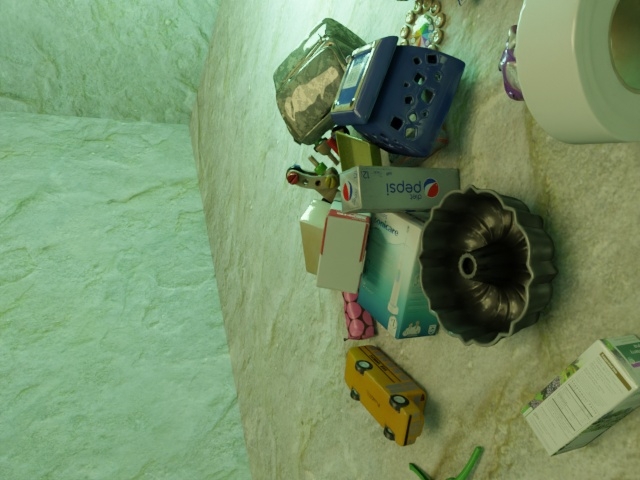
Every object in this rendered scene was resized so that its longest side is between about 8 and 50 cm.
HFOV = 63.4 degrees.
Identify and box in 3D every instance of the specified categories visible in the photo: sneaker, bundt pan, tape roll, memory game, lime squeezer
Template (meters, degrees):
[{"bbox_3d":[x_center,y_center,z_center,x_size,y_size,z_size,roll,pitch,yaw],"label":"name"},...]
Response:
[{"bbox_3d":[0.409,-0.301,0.996,0.105,0.095,0.237,116,148,-53],"label":"sneaker"},{"bbox_3d":[0.352,0.051,1.081,0.330,0.124,0.331,3,94,63],"label":"bundt pan"},{"bbox_3d":[0.422,-0.282,0.753,0.100,0.286,0.286,14,104,62],"label":"tape roll"},{"bbox_3d":[0.260,-0.538,1.351,0.186,0.012,0.186,8,98,62],"label":"memory game"},{"bbox_3d":[0.314,0.593,1.286,0.310,0.058,0.110,-53,16,53],"label":"lime squeezer"}]

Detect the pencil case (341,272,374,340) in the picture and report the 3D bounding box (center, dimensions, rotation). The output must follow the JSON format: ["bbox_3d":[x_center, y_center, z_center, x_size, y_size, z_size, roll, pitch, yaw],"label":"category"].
[{"bbox_3d":[0.107,0.205,1.618,0.098,0.095,0.210,110,155,-75],"label":"pencil case"}]

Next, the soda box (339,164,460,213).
[{"bbox_3d":[0.189,-0.116,1.212,0.091,0.286,0.098,-10,84,62],"label":"soda box"}]

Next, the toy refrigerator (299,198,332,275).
[{"bbox_3d":[0.000,0.000,1.659,0.094,0.102,0.270,21,147,19],"label":"toy refrigerator"}]

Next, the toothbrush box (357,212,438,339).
[{"bbox_3d":[0.218,0.072,1.343,0.216,0.126,0.296,-142,55,-58],"label":"toothbrush box"}]

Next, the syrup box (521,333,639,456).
[{"bbox_3d":[0.468,0.270,0.898,0.096,0.093,0.237,64,144,40],"label":"syrup box"}]

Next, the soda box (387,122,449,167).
[{"bbox_3d":[0.249,-0.241,1.339,0.183,0.058,0.063,-36,60,58],"label":"soda box"}]

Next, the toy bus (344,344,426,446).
[{"bbox_3d":[0.179,0.417,1.435,0.332,0.130,0.108,35,121,58],"label":"toy bus"}]

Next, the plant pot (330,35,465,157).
[{"bbox_3d":[0.165,-0.346,1.236,0.236,0.212,0.236,-70,20,5],"label":"plant pot"}]

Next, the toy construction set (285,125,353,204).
[{"bbox_3d":[0.059,-0.200,1.590,0.237,0.257,0.309,47,176,-12],"label":"toy construction set"}]

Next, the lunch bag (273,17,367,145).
[{"bbox_3d":[0.017,-0.454,1.532,0.305,0.212,0.256,-36,51,34],"label":"lunch bag"}]

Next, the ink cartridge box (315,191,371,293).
[{"bbox_3d":[0.071,-0.004,1.416,0.273,0.114,0.197,-69,-11,-70],"label":"ink cartridge box"}]

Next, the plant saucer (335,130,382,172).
[{"bbox_3d":[0.112,-0.188,1.357,0.188,0.045,0.189,39,146,58],"label":"plant saucer"}]

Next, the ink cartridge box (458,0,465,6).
[{"bbox_3d":[0.356,-0.666,1.117,0.224,0.045,0.224,137,127,-57],"label":"ink cartridge box"}]

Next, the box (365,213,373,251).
[{"bbox_3d":[0.166,-0.007,1.535,0.178,0.042,0.109,60,142,44],"label":"box"}]
